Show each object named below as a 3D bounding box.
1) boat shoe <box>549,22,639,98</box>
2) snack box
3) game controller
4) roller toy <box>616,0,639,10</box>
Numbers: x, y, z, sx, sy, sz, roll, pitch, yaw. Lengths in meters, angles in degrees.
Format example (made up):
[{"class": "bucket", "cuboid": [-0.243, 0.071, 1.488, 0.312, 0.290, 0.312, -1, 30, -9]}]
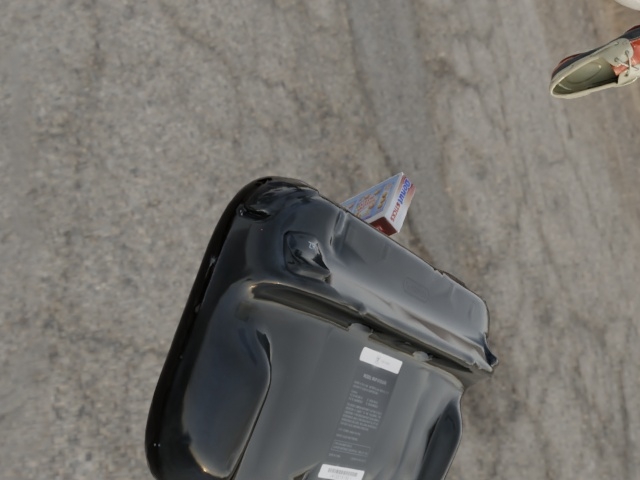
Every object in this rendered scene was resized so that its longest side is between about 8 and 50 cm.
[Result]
[{"class": "boat shoe", "cuboid": [0.281, -0.169, 0.947, 0.049, 0.137, 0.043, 57, 45, -21]}, {"class": "snack box", "cuboid": [0.000, 0.000, 0.853, 0.022, 0.178, 0.064, 49, 38, -19]}, {"class": "game controller", "cuboid": [0.018, 0.080, 0.587, 0.319, 0.067, 0.167, 30, 87, -57]}, {"class": "roller toy", "cuboid": [0.431, -0.410, 1.282, 0.209, 0.191, 0.146, 40, 29, -32]}]
